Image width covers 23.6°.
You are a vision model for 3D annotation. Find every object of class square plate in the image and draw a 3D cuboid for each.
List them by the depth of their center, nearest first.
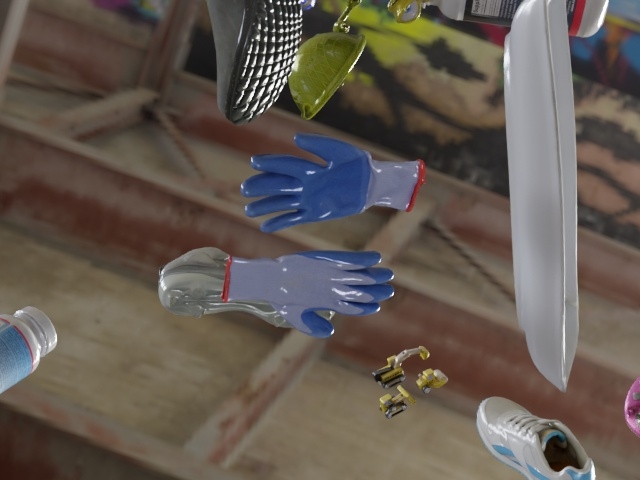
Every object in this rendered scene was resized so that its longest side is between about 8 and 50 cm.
[{"bbox_3d":[0.208,-0.067,1.421,0.049,0.347,0.344,-2,-171,12],"label":"square plate"}]

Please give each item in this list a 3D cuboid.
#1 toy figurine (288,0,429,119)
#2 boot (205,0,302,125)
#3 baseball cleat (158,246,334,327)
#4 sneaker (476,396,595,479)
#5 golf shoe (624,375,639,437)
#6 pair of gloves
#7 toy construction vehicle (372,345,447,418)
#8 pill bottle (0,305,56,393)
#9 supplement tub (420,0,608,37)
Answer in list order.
[{"bbox_3d":[0.009,-0.352,1.847,0.217,0.362,0.191,31,-157,-25],"label":"toy figurine"},{"bbox_3d":[-0.100,-0.244,1.432,0.161,0.246,0.083,23,-152,31],"label":"boot"},{"bbox_3d":[-0.085,0.047,1.780,0.206,0.072,0.109,7,-148,-12],"label":"baseball cleat"},{"bbox_3d":[0.294,0.272,2.065,0.087,0.092,0.229,-18,-141,-25],"label":"sneaker"},{"bbox_3d":[0.455,0.225,1.545,0.306,0.115,0.140,32,169,39],"label":"golf shoe"},{"bbox_3d":[0.000,0.000,1.294,0.159,0.198,0.023,3,-149,-18],"label":"pair of gloves"},{"bbox_3d":[0.112,0.184,2.042,0.098,0.035,0.086,-26,-150,-8],"label":"toy construction vehicle"},{"bbox_3d":[-0.412,0.148,1.934,0.087,0.087,0.160,27,-140,27],"label":"pill bottle"},{"bbox_3d":[0.269,-0.394,2.145,0.272,0.191,0.191,9,-166,4],"label":"supplement tub"}]
